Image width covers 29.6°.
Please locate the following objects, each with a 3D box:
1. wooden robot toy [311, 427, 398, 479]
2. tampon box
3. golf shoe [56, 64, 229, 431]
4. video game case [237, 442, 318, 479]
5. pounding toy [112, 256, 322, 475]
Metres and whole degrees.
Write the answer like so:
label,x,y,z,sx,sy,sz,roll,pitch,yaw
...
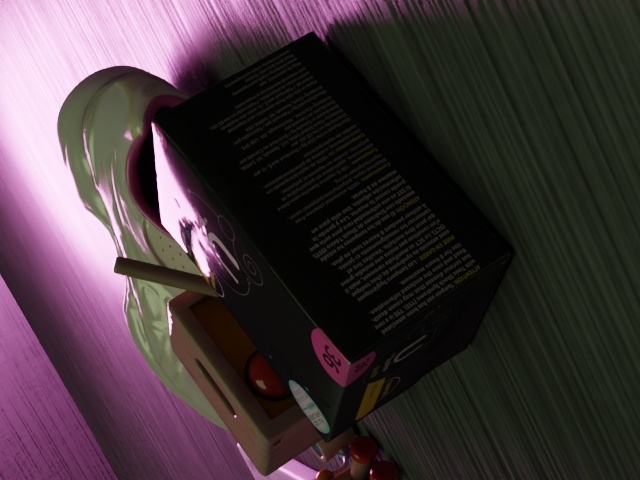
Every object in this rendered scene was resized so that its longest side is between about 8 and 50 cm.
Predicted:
label,x,y,z,sx,sy,sz,roll,pitch,yaw
wooden robot toy,0.012,0.192,0.926,0.173,0.079,0.076,46,158,30
tampon box,0.000,0.000,0.630,0.161,0.101,0.120,51,160,20
golf shoe,-0.084,0.021,0.862,0.140,0.115,0.306,8,129,61
video game case,-0.005,0.285,1.199,0.173,0.022,0.190,64,159,-14
pounding toy,-0.037,0.054,0.761,0.141,0.130,0.100,52,160,20
